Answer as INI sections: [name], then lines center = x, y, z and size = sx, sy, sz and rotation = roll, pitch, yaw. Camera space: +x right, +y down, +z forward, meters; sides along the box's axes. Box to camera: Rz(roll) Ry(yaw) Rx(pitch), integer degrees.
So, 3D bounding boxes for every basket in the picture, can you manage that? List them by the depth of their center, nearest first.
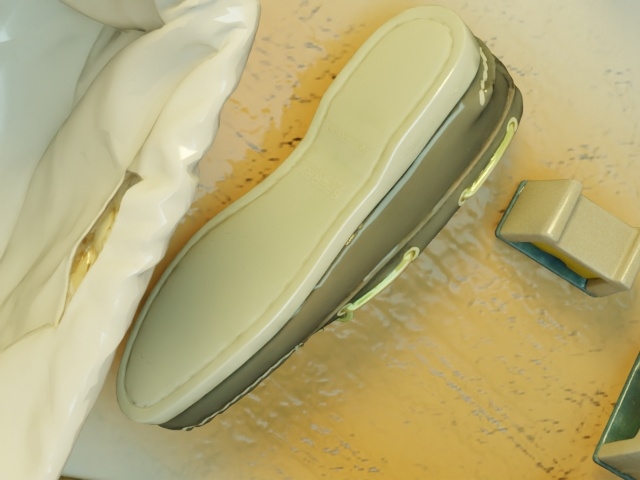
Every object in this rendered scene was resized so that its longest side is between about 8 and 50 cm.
[basket]
center = -0.248, -0.060, 1.030
size = 0.331, 0.266, 0.328
rotation = 23, 98, -13

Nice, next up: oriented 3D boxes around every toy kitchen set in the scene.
[toy kitchen set]
center = 0.149, 0.091, 1.231
size = 0.166, 0.122, 0.207
rotation = 31, 76, -15

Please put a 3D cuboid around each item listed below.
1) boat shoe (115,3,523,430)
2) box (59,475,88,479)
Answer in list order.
[boat shoe]
center = 0.002, 0.002, 1.170
size = 0.305, 0.109, 0.091
rotation = -49, 132, 4
[box]
center = -0.211, 0.220, 1.229
size = 0.201, 0.021, 0.164
rotation = 11, 101, -12
